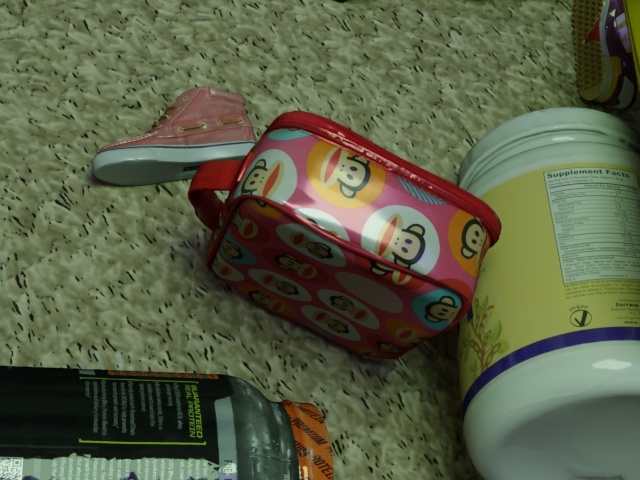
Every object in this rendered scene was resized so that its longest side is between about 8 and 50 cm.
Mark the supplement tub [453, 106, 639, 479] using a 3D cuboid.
[{"bbox_3d":[0.244,0.058,1.050,0.241,0.241,0.331,11,48,-13],"label":"supplement tub"}]

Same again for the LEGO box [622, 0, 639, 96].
[{"bbox_3d":[0.440,-0.034,1.000,0.372,0.193,0.500,58,25,-27],"label":"LEGO box"}]

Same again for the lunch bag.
[{"bbox_3d":[0.000,0.000,1.005,0.258,0.293,0.120,26,70,-7],"label":"lunch bag"}]

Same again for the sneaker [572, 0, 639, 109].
[{"bbox_3d":[0.358,-0.245,1.331,0.084,0.069,0.185,12,74,-22],"label":"sneaker"}]

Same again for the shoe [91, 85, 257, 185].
[{"bbox_3d":[-0.151,-0.108,1.125,0.178,0.063,0.081,-7,72,-25],"label":"shoe"}]

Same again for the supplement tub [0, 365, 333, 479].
[{"bbox_3d":[-0.172,0.211,0.921,0.338,0.207,0.207,4,70,-15],"label":"supplement tub"}]
